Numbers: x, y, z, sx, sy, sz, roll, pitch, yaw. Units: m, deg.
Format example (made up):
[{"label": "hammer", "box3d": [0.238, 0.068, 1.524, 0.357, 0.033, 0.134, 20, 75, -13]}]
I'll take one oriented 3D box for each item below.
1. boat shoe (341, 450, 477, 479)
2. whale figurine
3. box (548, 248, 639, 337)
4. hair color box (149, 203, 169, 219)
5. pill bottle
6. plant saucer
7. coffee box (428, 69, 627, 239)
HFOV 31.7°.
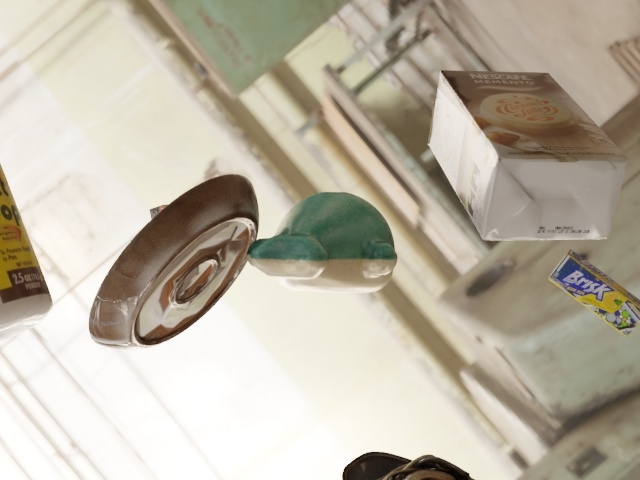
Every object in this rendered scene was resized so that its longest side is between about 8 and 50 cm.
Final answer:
[{"label": "boat shoe", "box3d": [0.140, 0.315, 1.350, 0.355, 0.132, 0.130, 15, 136, 54]}, {"label": "whale figurine", "box3d": [0.000, 0.000, 1.534, 0.272, 0.216, 0.141, 5, -92, -69]}, {"label": "box", "box3d": [0.482, 0.090, 1.953, 0.169, 0.059, 0.054, 37, -161, 8]}, {"label": "hair color box", "box3d": [-0.226, -0.029, 1.970, 0.043, 0.141, 0.072, -14, 85, 46]}, {"label": "pill bottle", "box3d": [-0.291, -0.023, 0.848, 0.117, 0.117, 0.215, 76, 172, -87]}, {"label": "plant saucer", "box3d": [-0.188, 0.044, 1.565, 0.050, 0.310, 0.310, 41, 176, 19]}, {"label": "coffee box", "box3d": [0.217, -0.099, 1.236, 0.246, 0.141, 0.098, -109, 21, -60]}]
